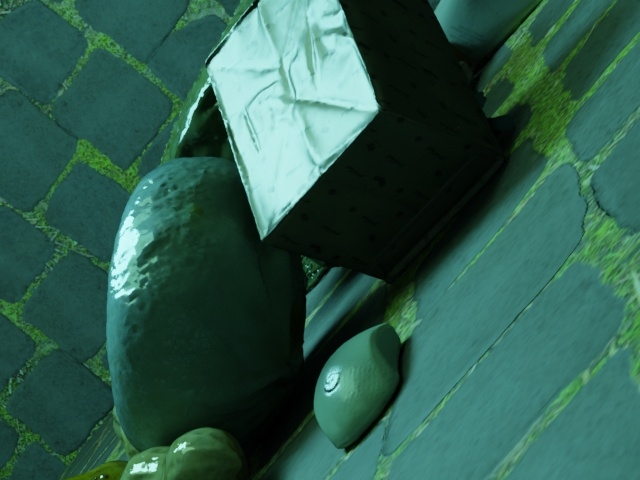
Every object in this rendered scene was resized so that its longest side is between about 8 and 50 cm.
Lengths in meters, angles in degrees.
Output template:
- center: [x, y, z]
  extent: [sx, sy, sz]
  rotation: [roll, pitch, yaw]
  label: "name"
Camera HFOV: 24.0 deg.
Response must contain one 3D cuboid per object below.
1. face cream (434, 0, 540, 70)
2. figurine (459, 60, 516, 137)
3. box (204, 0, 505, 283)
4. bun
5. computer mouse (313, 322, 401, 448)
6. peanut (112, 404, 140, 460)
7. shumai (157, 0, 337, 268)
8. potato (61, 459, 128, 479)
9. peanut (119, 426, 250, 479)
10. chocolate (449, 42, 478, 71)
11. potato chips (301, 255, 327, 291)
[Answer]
- center: [0.213, -0.309, 2.299]
  extent: [0.314, 0.143, 0.089]
  rotation: [127, 160, -48]
  label: "face cream"
- center: [0.162, -0.138, 1.761]
  extent: [0.144, 0.114, 0.178]
  rotation: [-47, 15, -27]
  label: "figurine"
- center: [0.030, -0.146, 1.675]
  extent: [0.225, 0.190, 0.297]
  rotation: [-48, 45, 30]
  label: "box"
- center: [-0.122, 0.088, 1.720]
  extent: [0.362, 0.211, 0.361]
  rotation: [4, -90, -87]
  label: "bun"
- center: [0.032, 0.121, 1.377]
  extent: [0.089, 0.056, 0.181]
  rotation: [-45, 7, 17]
  label: "computer mouse"
- center: [-0.198, 0.233, 1.982]
  extent: [0.152, 0.152, 0.313]
  rotation: [-52, 9, 2]
  label: "peanut"
- center: [-0.028, -0.132, 2.011]
  extent: [0.397, 0.323, 0.324]
  rotation: [-64, 2, 5]
  label: "shumai"
- center: [-0.319, 0.422, 1.793]
  extent: [0.195, 0.176, 0.369]
  rotation: [19, 72, 55]
  label: "potato"
- center: [-0.142, 0.257, 1.563]
  extent: [0.110, 0.120, 0.236]
  rotation: [-31, -10, -31]
  label: "peanut"
- center: [0.138, -0.193, 2.260]
  extent: [0.214, 0.093, 0.148]
  rotation: [-49, 5, 26]
  label: "chocolate"
- center: [-0.002, -0.025, 2.304]
  extent: [0.202, 0.029, 0.219]
  rotation: [-43, 32, 50]
  label: "potato chips"
